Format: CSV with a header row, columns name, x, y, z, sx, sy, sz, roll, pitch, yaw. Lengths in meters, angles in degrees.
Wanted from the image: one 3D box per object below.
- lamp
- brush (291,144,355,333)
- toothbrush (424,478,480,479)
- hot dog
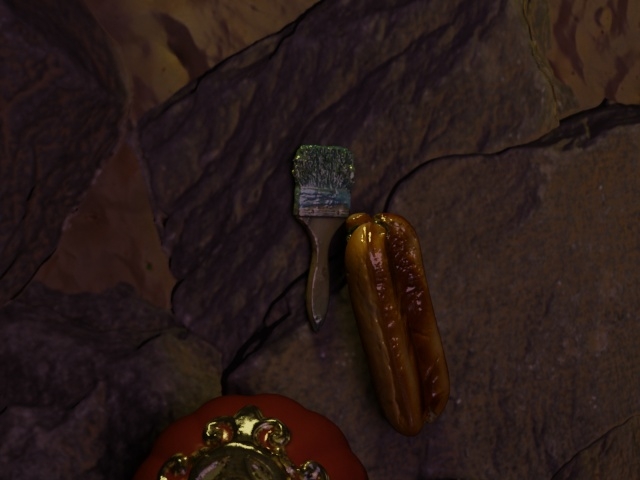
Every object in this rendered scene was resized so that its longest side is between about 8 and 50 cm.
name,x,y,z,sx,sy,sz,roll,pitch,yaw
lamp,-0.063,0.253,0.790,0.226,0.227,0.227,-2,95,-26
brush,0.000,0.000,0.899,0.070,0.021,0.196,0,94,-25
toothbrush,0.289,0.330,1.059,0.413,0.035,0.042,20,87,-26
hot dog,0.077,0.089,0.918,0.100,0.068,0.250,-30,113,-45
